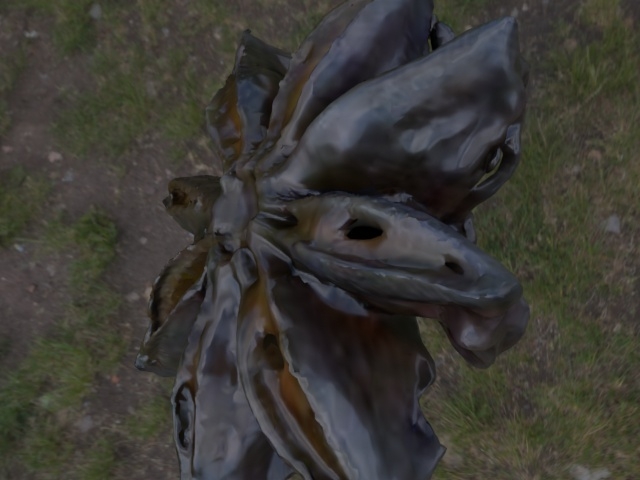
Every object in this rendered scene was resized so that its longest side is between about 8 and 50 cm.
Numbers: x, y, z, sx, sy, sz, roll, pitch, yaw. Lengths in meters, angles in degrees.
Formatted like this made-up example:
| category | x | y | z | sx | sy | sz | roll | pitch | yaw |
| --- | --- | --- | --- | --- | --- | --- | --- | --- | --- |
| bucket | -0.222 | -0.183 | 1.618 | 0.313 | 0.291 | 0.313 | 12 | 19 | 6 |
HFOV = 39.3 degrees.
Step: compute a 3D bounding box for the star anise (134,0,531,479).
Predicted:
| category | x | y | z | sx | sy | sz | roll | pitch | yaw |
| --- | --- | --- | --- | --- | --- | --- | --- | --- | --- |
| star anise | 0.000 | 0.002 | 0.482 | 0.332 | 0.118 | 0.331 | -33 | 50 | 49 |
